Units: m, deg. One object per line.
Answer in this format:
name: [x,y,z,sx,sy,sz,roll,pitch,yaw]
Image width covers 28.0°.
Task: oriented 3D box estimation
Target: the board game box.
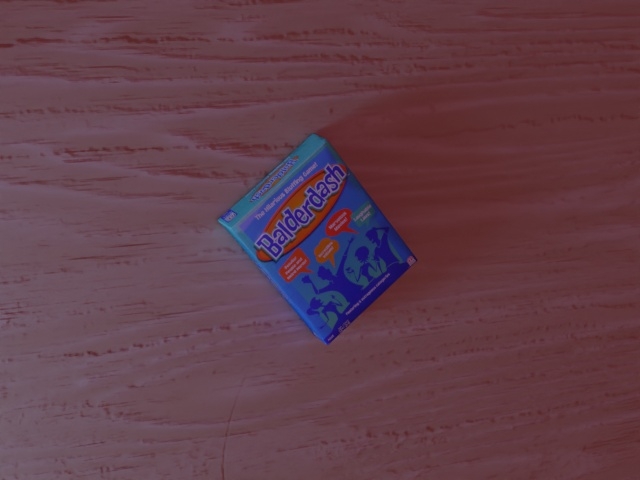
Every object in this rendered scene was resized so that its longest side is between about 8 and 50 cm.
board game box: [0.000,0.000,1.574,0.160,0.047,0.210,-43,117,-8]
